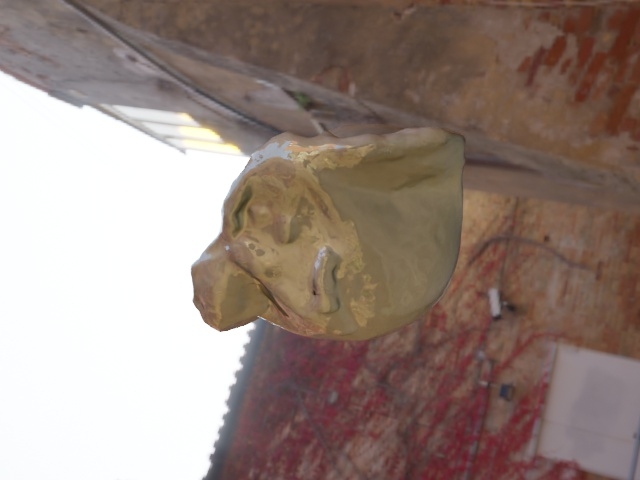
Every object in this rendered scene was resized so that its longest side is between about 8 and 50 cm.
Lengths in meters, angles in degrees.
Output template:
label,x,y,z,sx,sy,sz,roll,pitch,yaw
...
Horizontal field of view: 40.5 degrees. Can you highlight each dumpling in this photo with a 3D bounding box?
label,x,y,z,sx,sy,sz,roll,pitch,yaw
dumpling,0.000,0.000,0.502,0.229,0.151,0.124,108,148,-58
